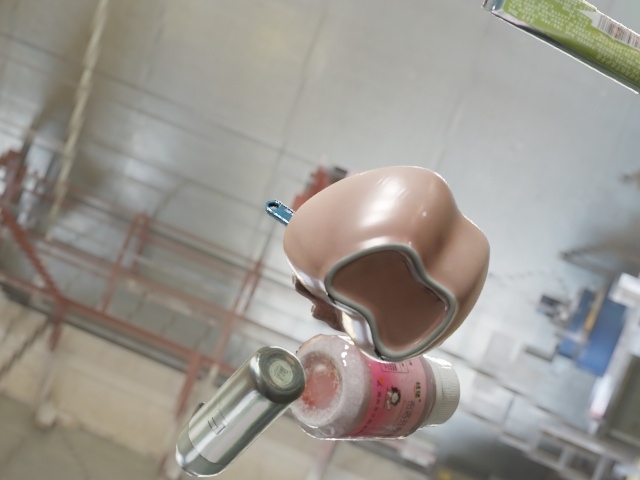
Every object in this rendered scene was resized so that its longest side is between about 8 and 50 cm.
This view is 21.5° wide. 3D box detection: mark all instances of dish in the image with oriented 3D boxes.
[{"bbox_3d":[0.067,0.039,1.671,0.090,0.213,0.213,-94,20,-60],"label":"dish"}]

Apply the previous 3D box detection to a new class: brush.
[{"bbox_3d":[0.000,0.000,1.804,0.051,0.164,0.014,-31,-38,-35],"label":"brush"}]

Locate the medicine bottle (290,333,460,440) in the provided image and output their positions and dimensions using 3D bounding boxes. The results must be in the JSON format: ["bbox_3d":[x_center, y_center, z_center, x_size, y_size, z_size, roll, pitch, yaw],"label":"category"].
[{"bbox_3d":[0.077,0.202,2.293,0.247,0.147,0.147,8,-73,-46],"label":"medicine bottle"}]

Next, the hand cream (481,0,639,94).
[{"bbox_3d":[0.290,-0.233,1.875,0.055,0.235,0.086,-48,17,57],"label":"hand cream"}]

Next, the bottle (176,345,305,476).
[{"bbox_3d":[-0.106,0.211,2.093,0.254,0.079,0.096,-49,44,47],"label":"bottle"}]
